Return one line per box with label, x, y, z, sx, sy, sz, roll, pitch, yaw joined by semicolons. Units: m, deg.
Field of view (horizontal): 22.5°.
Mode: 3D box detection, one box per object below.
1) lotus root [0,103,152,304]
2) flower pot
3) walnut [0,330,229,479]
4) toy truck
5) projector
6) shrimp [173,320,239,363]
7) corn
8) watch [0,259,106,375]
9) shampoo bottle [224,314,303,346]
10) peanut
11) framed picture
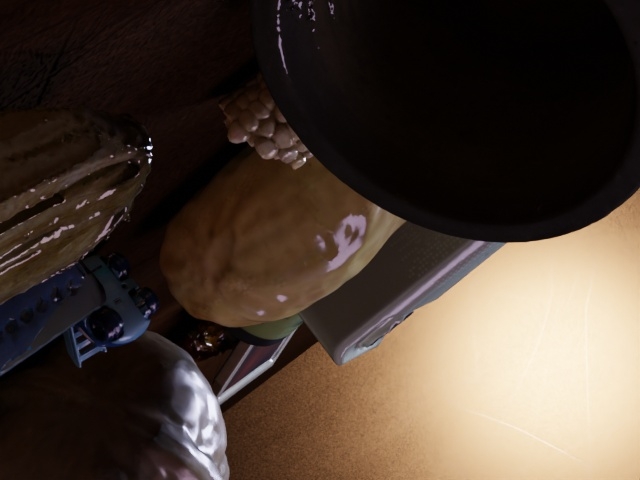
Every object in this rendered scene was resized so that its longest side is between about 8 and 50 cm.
lotus root;-0.157;-0.024;0.790;0.144;0.070;0.143;-30;165;-25
flower pot;0.095;-0.134;0.880;0.235;0.235;0.148;-45;-170;48
walnut;-0.196;0.197;1.421;0.248;0.248;0.248;-37;173;-5
toy truck;-0.171;0.057;1.225;0.056;0.073;0.090;-32;170;-39
projector;0.046;-0.016;1.425;0.242;0.177;0.163;-39;172;17
shrimp;-0.129;0.114;1.903;0.154;0.062;0.294;-32;175;-1
corn;0.034;-0.121;1.062;0.211;0.087;0.087;-36;173;6
watch;-0.307;0.142;1.129;0.276;0.068;0.274;-44;170;38
shampoo bottle;0.000;0.000;1.606;0.101;0.101;0.284;-30;170;-48
peanut;0.017;-0.044;1.257;0.319;0.147;0.147;-35;173;-2
framed picture;-0.031;0.064;1.864;0.289;0.020;0.211;-56;170;22
